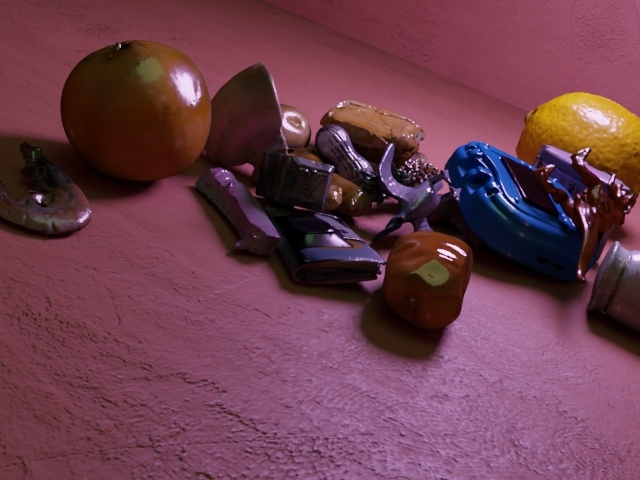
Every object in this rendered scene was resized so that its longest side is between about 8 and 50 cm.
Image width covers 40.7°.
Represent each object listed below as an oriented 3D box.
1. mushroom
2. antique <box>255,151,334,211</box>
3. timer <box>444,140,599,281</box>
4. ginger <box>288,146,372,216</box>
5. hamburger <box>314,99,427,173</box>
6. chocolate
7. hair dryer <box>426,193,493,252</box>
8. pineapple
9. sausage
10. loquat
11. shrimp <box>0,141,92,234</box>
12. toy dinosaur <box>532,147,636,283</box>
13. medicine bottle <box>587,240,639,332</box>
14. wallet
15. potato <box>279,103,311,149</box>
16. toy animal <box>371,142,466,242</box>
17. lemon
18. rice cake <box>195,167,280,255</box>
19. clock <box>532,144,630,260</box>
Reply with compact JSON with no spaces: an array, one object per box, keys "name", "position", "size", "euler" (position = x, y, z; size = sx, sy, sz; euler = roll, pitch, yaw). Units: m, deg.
[{"name":"mushroom","position":[-0.160,-0.240,1.697],"size":[0.162,0.173,0.236],"euler":[-16,56,-6]},{"name":"antique","position":[-0.047,-0.107,1.562],"size":[0.088,0.086,0.183],"euler":[11,4,-20]},{"name":"timer","position":[0.419,-0.068,1.800],"size":[0.309,0.115,0.340],"euler":[21,30,-22]},{"name":"ginger","position":[0.006,-0.122,1.749],"size":[0.118,0.065,0.299],"euler":[16,17,-30]},{"name":"hamburger","position":[0.120,-0.221,1.981],"size":[0.259,0.145,0.283],"euler":[21,25,16]},{"name":"chocolate","position":[0.054,-0.170,1.824],"size":[0.167,0.072,0.072],"euler":[55,28,4]},{"name":"hair dryer","position":[0.296,-0.033,1.784],"size":[0.117,0.064,0.182],"euler":[3,32,-36]},{"name":"pineapple","position":[0.170,-0.121,1.803],"size":[0.221,0.083,0.103],"euler":[-9,-4,-44]},{"name":"sausage","position":[0.173,0.057,1.376],"size":[0.136,0.120,0.241],"euler":[7,20,9]},{"name":"loquat","position":[-0.319,-0.218,1.495],"size":[0.263,0.263,0.263],"euler":[16,21,-7]},{"name":"shrimp","position":[-0.437,-0.083,1.304],"size":[0.143,0.052,0.251],"euler":[-1,30,-36]},{"name":"toy dinosaur","position":[0.504,-0.069,1.677],"size":[0.432,0.097,0.208],"euler":[-30,87,-49]},{"name":"medicine bottle","position":[0.581,0.089,1.599],"size":[0.143,0.147,0.147],"euler":[21,21,16]},{"name":"wallet","position":[0.000,0.000,1.444],"size":[0.170,0.069,0.231],"euler":[4,24,-23]},{"name":"potato","position":[-0.117,-0.250,1.871],"size":[0.243,0.098,0.138],"euler":[0,13,-39]},{"name":"toy animal","position":[0.179,-0.075,1.661],"size":[0.239,0.176,0.255],"euler":[59,17,-2]},{"name":"lemon","position":[0.670,-0.216,2.195],"size":[0.336,0.336,0.336],"euler":[16,21,-7]},{"name":"rice cake","position":[-0.146,-0.057,1.481],"size":[0.081,0.051,0.290],"euler":[-1,27,-23]},{"name":"clock","position":[0.569,-0.088,1.965],"size":[0.083,0.186,0.253],"euler":[-2,30,-38]}]
